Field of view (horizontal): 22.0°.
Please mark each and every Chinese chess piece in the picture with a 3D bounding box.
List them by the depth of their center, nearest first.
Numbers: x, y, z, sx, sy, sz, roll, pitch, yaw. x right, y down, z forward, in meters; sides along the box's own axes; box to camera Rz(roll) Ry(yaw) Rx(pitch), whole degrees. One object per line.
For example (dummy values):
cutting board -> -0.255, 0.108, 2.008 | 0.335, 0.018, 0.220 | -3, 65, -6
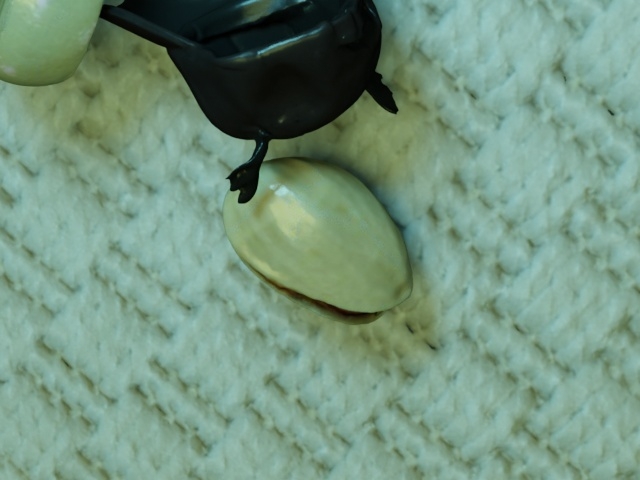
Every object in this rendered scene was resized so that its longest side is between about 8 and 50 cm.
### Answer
Chinese chess piece -> -0.303, -0.289, 1.756 | 0.097, 0.251, 0.251 | 11, 117, -25

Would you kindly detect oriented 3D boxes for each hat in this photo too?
hat -> -0.073, -0.179, 1.754 | 0.336, 0.238, 0.209 | 12, 127, 32

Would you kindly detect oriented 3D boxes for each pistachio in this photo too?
pistachio -> 0.000, 0.000, 1.818 | 0.229, 0.157, 0.157 | 39, 116, -10
